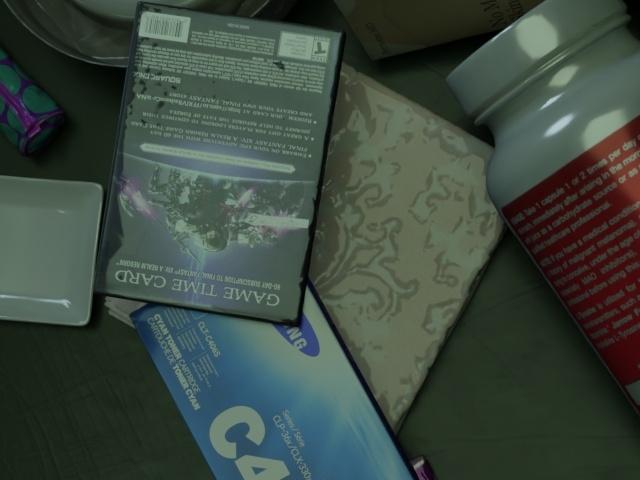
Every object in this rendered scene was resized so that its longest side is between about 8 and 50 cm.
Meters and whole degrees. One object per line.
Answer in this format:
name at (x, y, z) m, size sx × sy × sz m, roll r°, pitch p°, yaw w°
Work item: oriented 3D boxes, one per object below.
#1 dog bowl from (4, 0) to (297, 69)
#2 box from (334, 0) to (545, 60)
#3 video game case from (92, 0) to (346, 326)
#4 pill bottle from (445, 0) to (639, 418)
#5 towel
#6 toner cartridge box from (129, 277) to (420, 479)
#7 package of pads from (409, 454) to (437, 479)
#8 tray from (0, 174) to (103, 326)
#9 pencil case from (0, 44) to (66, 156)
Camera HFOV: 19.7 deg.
dog bowl at (-0.155, -0.321, 1.804) m, size 0.349 × 0.102 × 0.348 m, roll -4°, pitch 76°, yaw 15°
box at (0.168, -0.285, 1.731) m, size 0.311 × 0.148 × 0.121 m, roll -13°, pitch 63°, yaw 16°
video game case at (-0.094, -0.071, 1.690) m, size 0.196 × 0.026 × 0.274 m, roll 9°, pitch 91°, yaw 7°
pill bottle at (0.296, -0.027, 1.657) m, size 0.229 × 0.229 × 0.407 m, roll -34°, pitch 88°, yaw 1°
towel at (0.000, 0.000, 1.797) m, size 0.317 × 0.053 × 0.331 m, roll 30°, pitch 87°, yaw 8°
toner cartridge box at (-0.024, 0.183, 1.718) m, size 0.165 × 0.075 × 0.347 m, roll -30°, pitch 82°, yaw 2°
package of pads at (0.073, 0.245, 1.768) m, size 0.083 × 0.032 × 0.050 m, roll -25°, pitch 84°, yaw 3°
tray at (-0.353, 0.005, 1.846) m, size 0.270 × 0.030 × 0.145 m, roll 5°, pitch 84°, yaw 7°
pencil case at (-0.323, -0.156, 1.843) m, size 0.064 × 0.070 × 0.151 m, roll -44°, pitch 81°, yaw -1°
